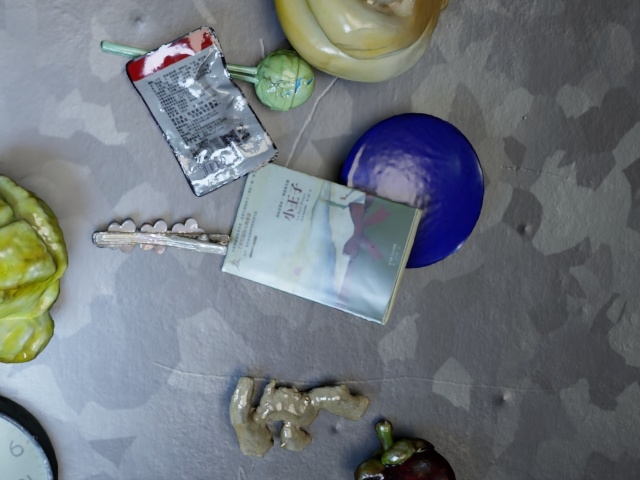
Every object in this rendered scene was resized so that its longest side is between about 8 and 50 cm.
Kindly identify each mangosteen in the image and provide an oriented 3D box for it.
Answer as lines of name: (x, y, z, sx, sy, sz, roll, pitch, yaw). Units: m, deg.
mangosteen: (0.149, 0.436, 1.413, 0.184, 0.172, 0.172, 26, 89, 5)

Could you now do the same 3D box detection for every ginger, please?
ginger: (-0.039, 0.307, 1.375, 0.258, 0.065, 0.149, 6, 109, -26)

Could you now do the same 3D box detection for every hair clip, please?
hair clip: (-0.250, -0.006, 1.261, 0.213, 0.056, 0.062, 5, 113, -11)

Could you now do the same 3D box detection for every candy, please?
candy: (-0.172, -0.272, 1.241, 0.335, 0.092, 0.093, 10, 132, -13)

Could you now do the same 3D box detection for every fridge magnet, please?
fridge magnet: (0.154, -0.083, 1.353, 0.265, 0.112, 0.266, -2, 98, -18)

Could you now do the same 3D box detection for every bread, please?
bread: (0.106, -0.457, 1.210, 0.329, 0.245, 0.424, 21, 86, -22)

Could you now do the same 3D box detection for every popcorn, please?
popcorn: (-0.484, 0.046, 1.103, 0.276, 0.276, 0.225, 54, 43, -18)

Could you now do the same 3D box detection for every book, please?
book: (0.000, 0.000, 1.287, 0.289, 0.026, 0.201, 17, 94, 10)

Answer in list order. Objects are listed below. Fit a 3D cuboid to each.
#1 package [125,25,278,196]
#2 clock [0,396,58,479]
package: (-0.181, -0.196, 1.231, 0.154, 0.030, 0.239, -24, 116, 7)
clock: (-0.564, 0.383, 1.198, 0.325, 0.067, 0.325, -3, 98, -19)
